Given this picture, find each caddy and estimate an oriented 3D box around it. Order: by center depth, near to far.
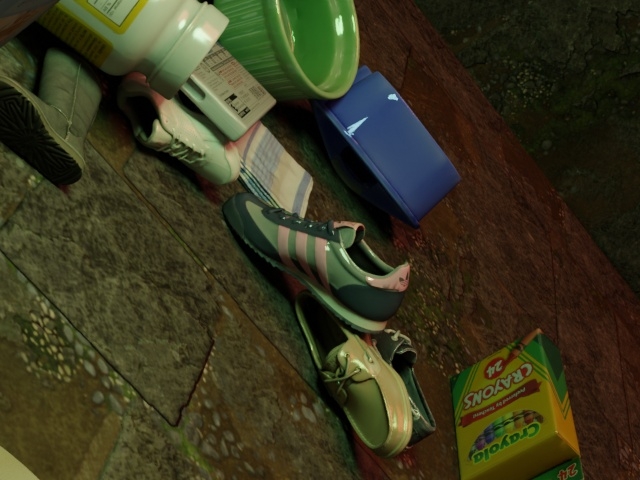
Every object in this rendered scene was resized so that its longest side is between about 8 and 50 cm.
[{"bbox_3d":[0.110,-0.174,2.386,0.341,0.179,0.241,51,0,-17],"label":"caddy"}]

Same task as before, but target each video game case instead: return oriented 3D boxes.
[{"bbox_3d":[-0.205,-0.294,1.951,0.300,0.036,0.329,45,14,-6],"label":"video game case"}]

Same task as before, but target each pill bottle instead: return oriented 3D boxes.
[{"bbox_3d":[-0.297,-0.346,1.678,0.334,0.188,0.188,37,27,-12],"label":"pill bottle"}]

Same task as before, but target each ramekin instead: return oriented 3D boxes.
[{"bbox_3d":[-0.064,-0.392,2.235,0.303,0.148,0.303,25,61,-57],"label":"ramekin"}]

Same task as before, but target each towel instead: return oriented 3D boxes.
[{"bbox_3d":[-0.114,-0.158,2.090,0.285,0.034,0.209,50,23,-18],"label":"towel"}]

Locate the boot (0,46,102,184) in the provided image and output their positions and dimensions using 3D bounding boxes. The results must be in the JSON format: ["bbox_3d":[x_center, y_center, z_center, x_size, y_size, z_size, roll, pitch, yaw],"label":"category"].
[{"bbox_3d":[-0.354,-0.191,1.597,0.189,0.076,0.208,56,25,-38],"label":"boot"}]

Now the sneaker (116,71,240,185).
[{"bbox_3d":[-0.219,-0.154,1.826,0.232,0.090,0.115,42,32,-12],"label":"sneaker"}]

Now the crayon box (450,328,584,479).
[{"bbox_3d":[0.340,0.322,2.167,0.081,0.202,0.318,44,25,-27],"label":"crayon box"}]

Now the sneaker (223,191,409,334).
[{"bbox_3d":[0.000,0.000,1.888,0.319,0.131,0.112,36,25,10],"label":"sneaker"}]

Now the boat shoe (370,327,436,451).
[{"bbox_3d":[0.107,0.189,1.996,0.108,0.102,0.301,27,38,-50],"label":"boat shoe"}]

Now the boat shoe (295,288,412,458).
[{"bbox_3d":[0.041,0.196,1.861,0.098,0.109,0.302,18,37,-42],"label":"boat shoe"}]

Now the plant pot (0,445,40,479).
[{"bbox_3d":[-0.328,0.224,1.087,0.096,0.109,0.109,51,21,16],"label":"plant pot"}]

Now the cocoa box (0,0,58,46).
[{"bbox_3d":[-0.408,-0.295,1.267,0.228,0.347,0.231,55,22,-8],"label":"cocoa box"}]
